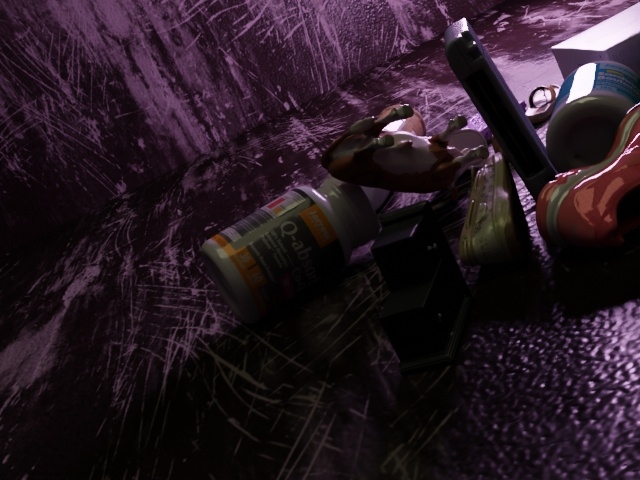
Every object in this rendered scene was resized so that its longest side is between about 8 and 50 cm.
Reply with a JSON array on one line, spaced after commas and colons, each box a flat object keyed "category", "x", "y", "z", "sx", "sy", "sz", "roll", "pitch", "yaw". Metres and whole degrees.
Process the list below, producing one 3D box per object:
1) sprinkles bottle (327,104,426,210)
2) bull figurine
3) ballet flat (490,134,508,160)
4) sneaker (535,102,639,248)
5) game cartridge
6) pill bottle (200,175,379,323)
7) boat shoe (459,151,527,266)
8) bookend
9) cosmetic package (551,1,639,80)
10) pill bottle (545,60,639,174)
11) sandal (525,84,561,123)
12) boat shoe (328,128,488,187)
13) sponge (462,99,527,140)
[{"category": "sprinkles bottle", "x": 0.125, "y": -0.175, "z": 1.848, "sx": 0.121, "sy": 0.121, "sz": 0.355, "roll": -17, "pitch": 18, "yaw": 28}, {"category": "bull figurine", "x": 0.158, "y": -0.138, "z": 1.463, "sx": 0.310, "sy": 0.101, "sz": 0.188, "roll": -1, "pitch": -22, "yaw": -28}, {"category": "ballet flat", "x": 0.361, "y": -0.216, "z": 1.705, "sx": 0.073, "sy": 0.067, "sz": 0.206, "roll": -23, "pitch": 17, "yaw": 16}, {"category": "sneaker", "x": 0.437, "y": -0.083, "z": 1.171, "sx": 0.314, "sy": 0.116, "sz": 0.136, "roll": -39, "pitch": 30, "yaw": -17}, {"category": "game cartridge", "x": 0.287, "y": -0.207, "z": 1.394, "sx": 0.062, "sy": 0.297, "sz": 0.198, "roll": -32, "pitch": 14, "yaw": 14}, {"category": "pill bottle", "x": -0.048, "y": 0.007, "z": 1.490, "sx": 0.278, "sy": 0.162, "sz": 0.162, "roll": -32, "pitch": 17, "yaw": -16}, {"category": "boat shoe", "x": 0.250, "y": -0.051, "z": 1.314, "sx": 0.089, "sy": 0.104, "sz": 0.285, "roll": -18, "pitch": 19, "yaw": 18}, {"category": "bookend", "x": 0.118, "y": 0.055, "z": 1.102, "sx": 0.072, "sy": 0.157, "sz": 0.156, "roll": -18, "pitch": 18, "yaw": 27}, {"category": "cosmetic package", "x": 0.588, "y": -0.341, "z": 1.615, "sx": 0.225, "sy": 0.138, "sz": 0.224, "roll": -28, "pitch": 17, "yaw": -1}, {"category": "pill bottle", "x": 0.440, "y": -0.196, "z": 1.389, "sx": 0.146, "sy": 0.146, "sz": 0.264, "roll": -18, "pitch": 19, "yaw": 27}, {"category": "sandal", "x": 0.456, "y": -0.291, "z": 1.819, "sx": 0.072, "sy": 0.049, "sz": 0.180, "roll": -14, "pitch": 21, "yaw": 36}, {"category": "boat shoe", "x": 0.153, "y": -0.146, "z": 1.631, "sx": 0.335, "sy": 0.112, "sz": 0.095, "roll": -6, "pitch": -10, "yaw": -25}, {"category": "sponge", "x": 0.330, "y": -0.233, "z": 1.866, "sx": 0.210, "sy": 0.031, "sz": 0.117, "roll": -35, "pitch": 19, "yaw": -24}]
